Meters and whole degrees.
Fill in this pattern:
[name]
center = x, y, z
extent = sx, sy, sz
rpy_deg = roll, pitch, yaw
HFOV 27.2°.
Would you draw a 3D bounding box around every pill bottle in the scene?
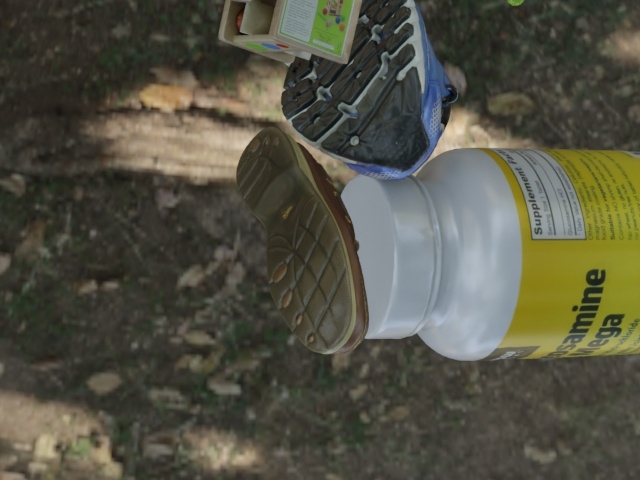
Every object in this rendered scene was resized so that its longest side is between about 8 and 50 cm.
[pill bottle]
center = 0.188, 0.012, 1.179
extent = 0.334, 0.188, 0.188
rpy_deg = -1, 133, -21

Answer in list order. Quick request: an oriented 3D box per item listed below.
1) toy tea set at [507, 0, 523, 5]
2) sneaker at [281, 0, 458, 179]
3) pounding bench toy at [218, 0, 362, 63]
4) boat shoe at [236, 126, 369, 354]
[toy tea set]
center = 0.084, -0.320, 1.299
extent = 0.336, 0.124, 0.200
rpy_deg = 20, 161, -8
[sneaker]
center = 0.055, -0.120, 1.038
extent = 0.130, 0.330, 0.147
rpy_deg = -44, 110, 13
[pounding bench toy]
center = -0.030, -0.134, 0.735
extent = 0.083, 0.065, 0.052
rpy_deg = 14, 88, -38
[boat shoe]
center = 0.000, 0.000, 0.861
extent = 0.060, 0.178, 0.064
rpy_deg = 21, 125, -41
